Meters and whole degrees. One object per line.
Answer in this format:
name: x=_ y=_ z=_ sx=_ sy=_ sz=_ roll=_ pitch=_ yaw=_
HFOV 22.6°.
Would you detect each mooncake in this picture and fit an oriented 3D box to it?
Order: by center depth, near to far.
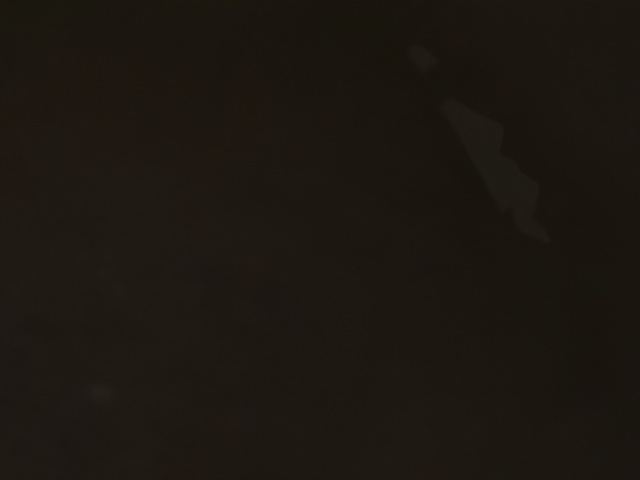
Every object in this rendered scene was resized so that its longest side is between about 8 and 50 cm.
mooncake: x=0.000 y=0.000 z=0.513 sx=0.378 sy=0.201 sz=0.378 roll=9 pitch=112 yaw=23
